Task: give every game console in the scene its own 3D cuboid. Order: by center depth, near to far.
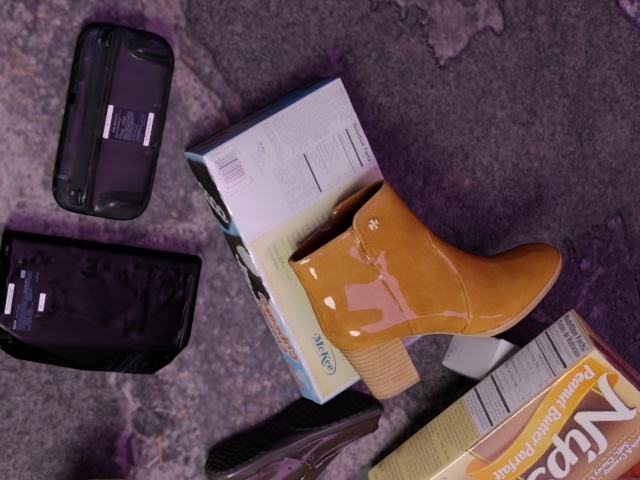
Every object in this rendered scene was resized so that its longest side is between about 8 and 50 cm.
[{"bbox_3d":[-0.216,-0.041,1.393,0.213,0.044,0.361,9,93,-29],"label":"game console"}]

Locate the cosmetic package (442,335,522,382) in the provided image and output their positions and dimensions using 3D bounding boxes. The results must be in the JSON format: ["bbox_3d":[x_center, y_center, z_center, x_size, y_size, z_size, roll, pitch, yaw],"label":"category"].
[{"bbox_3d":[0.273,0.179,1.635,0.239,0.099,0.060,26,84,-26],"label":"cosmetic package"}]

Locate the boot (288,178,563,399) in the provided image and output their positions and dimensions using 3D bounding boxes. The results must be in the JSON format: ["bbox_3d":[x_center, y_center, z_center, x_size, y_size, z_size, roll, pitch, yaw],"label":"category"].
[{"bbox_3d":[0.122,0.018,1.469,0.295,0.104,0.211,-34,111,-17],"label":"boot"}]

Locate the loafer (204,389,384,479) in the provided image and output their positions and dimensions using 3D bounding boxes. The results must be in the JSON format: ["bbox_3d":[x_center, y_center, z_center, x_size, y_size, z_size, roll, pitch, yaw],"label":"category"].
[{"bbox_3d":[-0.026,0.239,1.511,0.220,0.080,0.078,-22,116,-18],"label":"loafer"}]

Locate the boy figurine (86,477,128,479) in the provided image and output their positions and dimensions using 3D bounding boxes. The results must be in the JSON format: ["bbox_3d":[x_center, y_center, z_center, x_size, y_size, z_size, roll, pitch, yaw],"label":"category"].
[{"bbox_3d":[-0.286,0.357,1.339,0.285,0.177,0.092,-42,150,-4],"label":"boy figurine"}]

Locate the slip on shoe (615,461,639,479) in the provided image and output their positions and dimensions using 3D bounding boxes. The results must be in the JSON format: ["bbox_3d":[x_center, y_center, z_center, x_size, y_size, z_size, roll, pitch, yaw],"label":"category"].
[{"bbox_3d":[0.357,0.327,1.678,0.331,0.101,0.123,-30,138,-22],"label":"slip on shoe"}]

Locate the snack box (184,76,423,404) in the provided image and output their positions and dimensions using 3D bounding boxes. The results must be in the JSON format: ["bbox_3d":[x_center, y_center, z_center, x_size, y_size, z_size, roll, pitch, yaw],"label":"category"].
[{"bbox_3d":[0.000,0.000,1.495,0.187,0.060,0.322,-31,109,-20],"label":"snack box"}]

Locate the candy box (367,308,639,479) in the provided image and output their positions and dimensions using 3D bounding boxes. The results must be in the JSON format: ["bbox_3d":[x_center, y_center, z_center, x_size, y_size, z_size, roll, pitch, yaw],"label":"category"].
[{"bbox_3d":[0.234,0.246,1.548,0.316,0.087,0.183,-41,122,13],"label":"candy box"}]
